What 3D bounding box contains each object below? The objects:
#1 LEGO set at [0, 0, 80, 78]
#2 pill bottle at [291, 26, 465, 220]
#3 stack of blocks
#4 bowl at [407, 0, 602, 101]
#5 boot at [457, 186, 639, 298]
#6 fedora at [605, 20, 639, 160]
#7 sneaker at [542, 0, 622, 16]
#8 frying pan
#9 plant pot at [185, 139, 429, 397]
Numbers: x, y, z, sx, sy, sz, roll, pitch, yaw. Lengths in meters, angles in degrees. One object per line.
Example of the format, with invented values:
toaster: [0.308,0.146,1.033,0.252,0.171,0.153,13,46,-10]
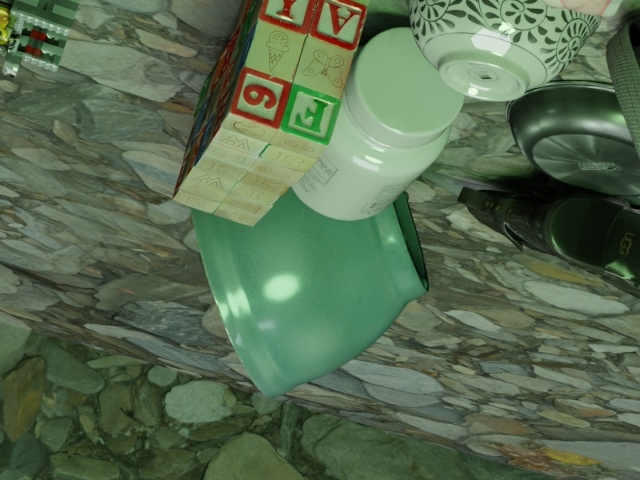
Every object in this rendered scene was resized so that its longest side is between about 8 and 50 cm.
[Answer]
LEGO set: [-0.259,-0.254,1.207,0.255,0.192,0.331,21,162,-19]
pill bottle: [0.050,-0.110,1.505,0.131,0.131,0.229,18,161,-9]
stack of blocks: [-0.048,-0.135,1.443,0.087,0.171,0.297,18,163,-10]
bowl: [0.143,-0.166,1.341,0.170,0.080,0.170,13,163,4]
boot: [0.293,0.003,1.697,0.263,0.091,0.229,26,178,-16]
fedora: [0.331,-0.064,1.303,0.124,0.243,0.275,-20,106,17]
sneaker: [0.198,-0.207,1.216,0.070,0.051,0.134,9,167,2]
frying pan: [0.281,-0.068,1.598,0.197,0.053,0.326,12,160,14]
plant pot: [0.000,0.000,1.712,0.196,0.293,0.293,-17,156,8]
